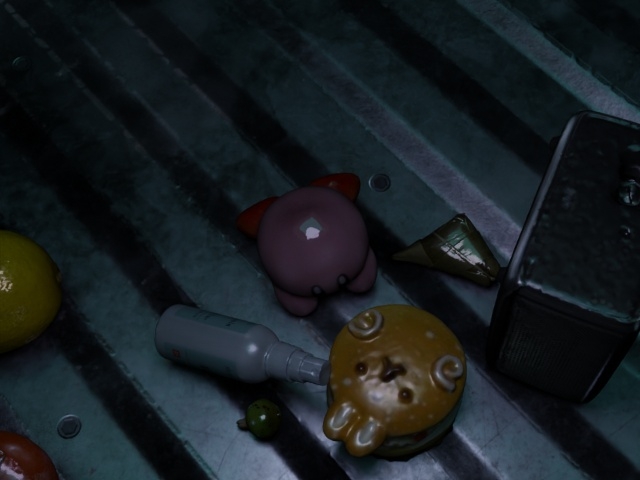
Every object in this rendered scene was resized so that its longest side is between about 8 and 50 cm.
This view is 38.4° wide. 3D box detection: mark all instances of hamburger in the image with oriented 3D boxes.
[{"bbox_3d":[0.120,0.260,1.664,0.303,0.186,0.261,-42,68,-14],"label":"hamburger"}]

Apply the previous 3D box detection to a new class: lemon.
[{"bbox_3d":[-0.608,0.090,1.761,0.219,0.240,0.240,-19,63,-19],"label":"lemon"}]

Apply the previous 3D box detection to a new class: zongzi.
[{"bbox_3d":[0.255,0.049,1.829,0.176,0.078,0.160,-31,66,-1],"label":"zongzi"}]

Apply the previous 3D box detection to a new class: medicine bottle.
[{"bbox_3d":[-0.140,0.204,1.689,0.352,0.110,0.110,11,63,29],"label":"medicine bottle"}]

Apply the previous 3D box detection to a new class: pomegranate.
[{"bbox_3d":[-0.111,0.337,1.706,0.073,0.073,0.084,46,111,22],"label":"pomegranate"}]

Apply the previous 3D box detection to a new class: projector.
[{"bbox_3d":[0.461,0.039,1.634,0.242,0.405,0.395,19,66,14],"label":"projector"}]

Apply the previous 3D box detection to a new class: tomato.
[{"bbox_3d":[-0.567,0.442,1.604,0.232,0.188,0.232,-1,93,-10],"label":"tomato"}]

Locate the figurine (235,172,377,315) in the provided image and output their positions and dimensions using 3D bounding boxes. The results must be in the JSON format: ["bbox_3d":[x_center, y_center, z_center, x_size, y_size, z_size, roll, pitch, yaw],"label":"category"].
[{"bbox_3d":[-0.023,-0.013,1.778,0.270,0.211,0.261,-20,69,0],"label":"figurine"}]
